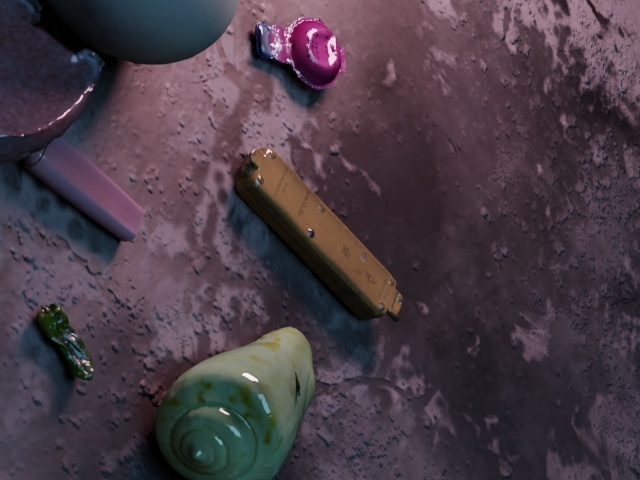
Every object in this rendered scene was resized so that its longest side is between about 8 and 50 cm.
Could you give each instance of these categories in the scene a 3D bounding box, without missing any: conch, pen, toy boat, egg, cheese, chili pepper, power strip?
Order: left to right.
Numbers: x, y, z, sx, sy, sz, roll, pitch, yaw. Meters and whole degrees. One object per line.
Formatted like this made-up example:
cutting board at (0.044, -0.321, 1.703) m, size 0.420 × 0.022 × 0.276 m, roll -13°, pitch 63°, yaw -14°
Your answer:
toy boat at (-0.318, -0.146, 1.598) m, size 0.155 × 0.085 × 0.227 m, roll 44°, pitch 40°, yaw -4°
chili pepper at (-0.255, 0.100, 1.637) m, size 0.030 × 0.034 × 0.091 m, roll -33°, pitch 108°, yaw -15°
pen at (-0.257, -0.068, 1.681) m, size 0.197 × 0.032 × 0.053 m, roll 44°, pitch 50°, yaw -35°
egg at (-0.189, -0.277, 1.698) m, size 0.264 × 0.183 × 0.183 m, roll 8°, pitch 72°, yaw -62°
conch at (-0.077, 0.189, 1.764) m, size 0.143 × 0.137 × 0.250 m, roll 51°, pitch 18°, yaw 11°
cheese at (-0.022, -0.233, 2.003) m, size 0.145 × 0.038 × 0.095 m, roll 9°, pitch 70°, yaw -42°
power strip at (0.000, 0.000, 1.954) m, size 0.305 × 0.044 × 0.064 m, roll 46°, pitch 47°, yaw -29°
